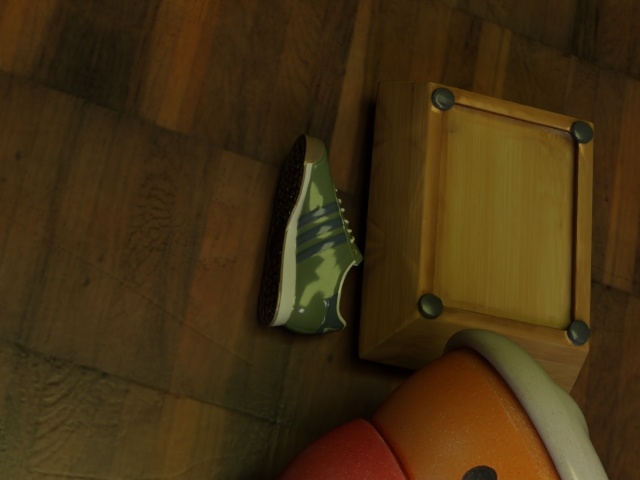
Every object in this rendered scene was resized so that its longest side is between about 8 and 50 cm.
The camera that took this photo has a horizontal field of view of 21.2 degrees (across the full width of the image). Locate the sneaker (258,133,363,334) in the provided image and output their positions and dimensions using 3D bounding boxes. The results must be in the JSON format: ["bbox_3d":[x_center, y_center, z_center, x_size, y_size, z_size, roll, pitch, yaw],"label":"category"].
[{"bbox_3d":[0.000,0.000,1.628,0.086,0.064,0.192,16,71,-21],"label":"sneaker"}]

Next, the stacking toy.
[{"bbox_3d":[0.002,0.306,1.428,0.480,0.350,0.350,-20,81,-11],"label":"stacking toy"}]

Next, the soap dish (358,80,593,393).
[{"bbox_3d":[0.159,-0.008,1.671,0.229,0.118,0.291,12,69,-21],"label":"soap dish"}]
